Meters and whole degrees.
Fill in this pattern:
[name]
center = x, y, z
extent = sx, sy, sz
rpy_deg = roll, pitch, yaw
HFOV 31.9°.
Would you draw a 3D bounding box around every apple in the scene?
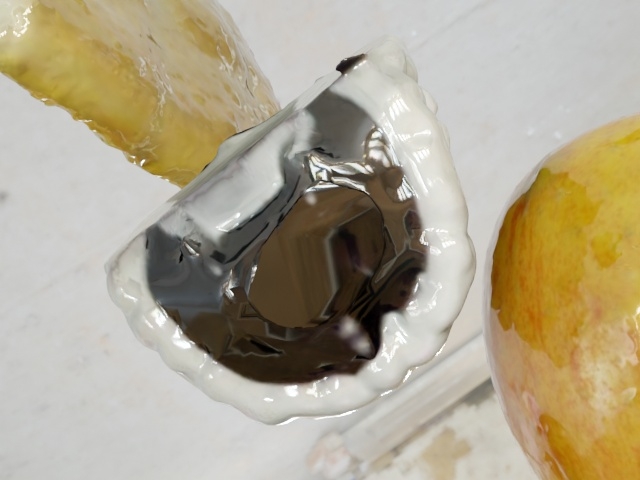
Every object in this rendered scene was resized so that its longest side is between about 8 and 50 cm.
[apple]
center = 0.245, 0.067, 0.632
extent = 0.299, 0.275, 0.299
rpy_deg = -3, 169, -1

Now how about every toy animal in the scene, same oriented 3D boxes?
[toy animal]
center = 0.000, 0.000, 0.642
extent = 0.208, 0.156, 0.204
rpy_deg = -36, -172, 11

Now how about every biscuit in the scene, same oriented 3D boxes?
[biscuit]
center = -0.171, -0.208, 0.925
extent = 0.104, 0.429, 0.446
rpy_deg = -39, 136, 14
